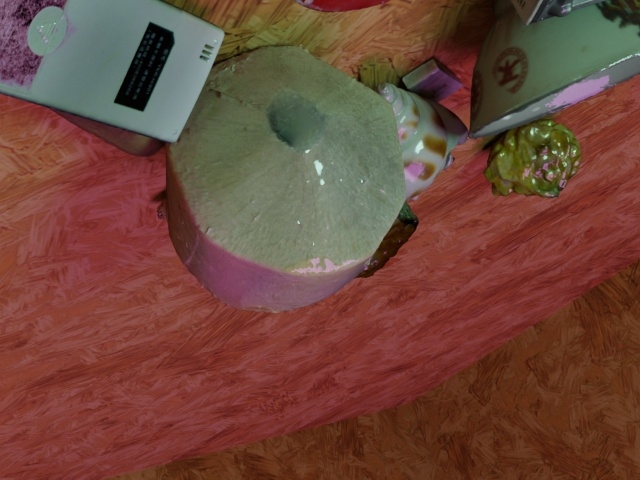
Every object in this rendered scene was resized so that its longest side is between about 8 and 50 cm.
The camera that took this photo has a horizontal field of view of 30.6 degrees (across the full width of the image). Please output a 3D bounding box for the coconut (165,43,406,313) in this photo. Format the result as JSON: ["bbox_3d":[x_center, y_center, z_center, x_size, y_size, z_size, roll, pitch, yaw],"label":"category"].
[{"bbox_3d":[-0.043,-0.076,1.411,0.297,0.297,0.309,-19,167,-18],"label":"coconut"}]

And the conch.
[{"bbox_3d":[0.112,-0.139,1.660,0.183,0.149,0.275,-50,176,-11],"label":"conch"}]

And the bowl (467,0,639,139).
[{"bbox_3d":[0.321,-0.265,1.524,0.337,0.157,0.337,-22,177,-1],"label":"bowl"}]

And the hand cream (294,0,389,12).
[{"bbox_3d":[0.042,-0.326,1.052,0.230,0.149,0.230,-23,164,-7],"label":"hand cream"}]

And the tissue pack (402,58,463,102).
[{"bbox_3d":[0.162,-0.227,1.685,0.056,0.023,0.108,-31,162,20],"label":"tissue pack"}]

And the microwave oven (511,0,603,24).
[{"bbox_3d":[0.328,-0.362,1.332,0.240,0.145,0.194,-20,159,-17],"label":"microwave oven"}]

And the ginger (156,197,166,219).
[{"bbox_3d":[-0.104,-0.069,1.677,0.259,0.065,0.149,-12,-168,15],"label":"ginger"}]

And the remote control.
[{"bbox_3d":[-0.224,-0.191,1.145,0.344,0.050,0.145,14,104,-62],"label":"remote control"}]

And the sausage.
[{"bbox_3d":[-0.253,-0.154,1.284,0.066,0.066,0.301,-28,159,10],"label":"sausage"}]

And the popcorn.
[{"bbox_3d":[0.366,-0.140,2.045,0.173,0.142,0.173,-27,-172,4],"label":"popcorn"}]

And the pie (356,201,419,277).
[{"bbox_3d":[0.000,0.000,1.924,0.288,0.103,0.355,-32,155,22],"label":"pie"}]
